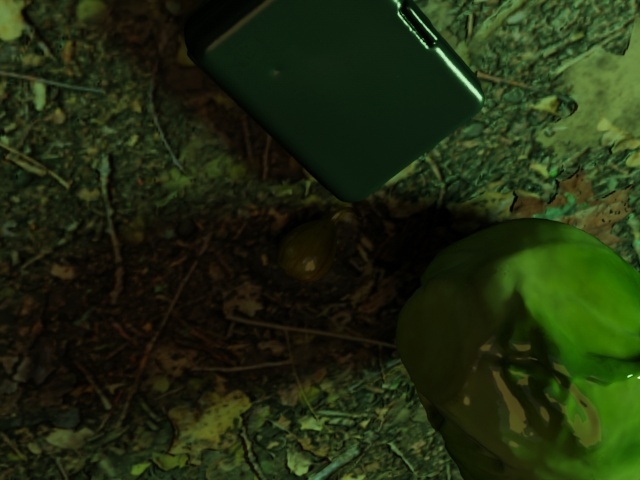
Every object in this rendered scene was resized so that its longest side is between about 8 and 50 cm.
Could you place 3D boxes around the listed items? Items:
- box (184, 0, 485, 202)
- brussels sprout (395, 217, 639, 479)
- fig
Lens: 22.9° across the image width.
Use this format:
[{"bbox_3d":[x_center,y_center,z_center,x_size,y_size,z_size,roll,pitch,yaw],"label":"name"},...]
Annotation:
[{"bbox_3d":[0.014,-0.138,1.260,0.160,0.050,0.230,-37,131,12],"label":"box"},{"bbox_3d":[0.199,0.112,1.400,0.294,0.259,0.227,18,120,-35],"label":"brussels sprout"},{"bbox_3d":[0.000,0.000,1.375,0.083,0.050,0.050,-44,131,4],"label":"fig"}]
